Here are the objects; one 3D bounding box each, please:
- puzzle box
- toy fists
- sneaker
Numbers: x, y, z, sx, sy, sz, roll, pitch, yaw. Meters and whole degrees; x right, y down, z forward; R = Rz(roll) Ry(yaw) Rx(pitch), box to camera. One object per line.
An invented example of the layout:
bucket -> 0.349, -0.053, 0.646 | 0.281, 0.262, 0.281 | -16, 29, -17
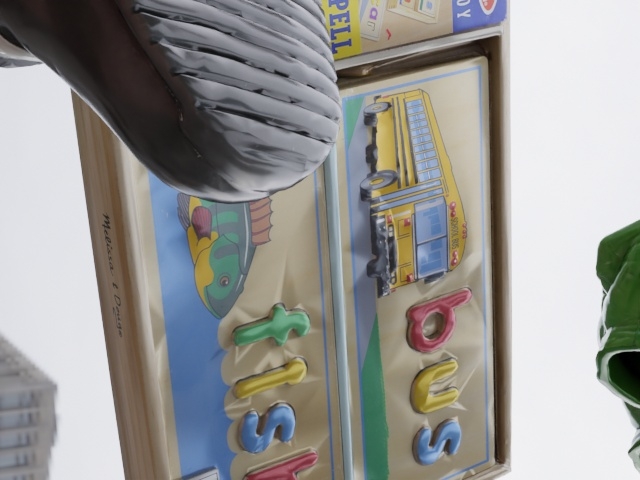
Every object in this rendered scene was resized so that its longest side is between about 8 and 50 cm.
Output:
puzzle box -> 0.000, 0.000, 0.761 | 0.052, 0.272, 0.409 | 25, -54, 51
toy fists -> 0.283, 0.089, 1.059 | 0.096, 0.279, 0.142 | 2, -124, 28
sneaker -> -0.114, -0.109, 0.460 | 0.146, 0.122, 0.330 | -47, -124, 19
